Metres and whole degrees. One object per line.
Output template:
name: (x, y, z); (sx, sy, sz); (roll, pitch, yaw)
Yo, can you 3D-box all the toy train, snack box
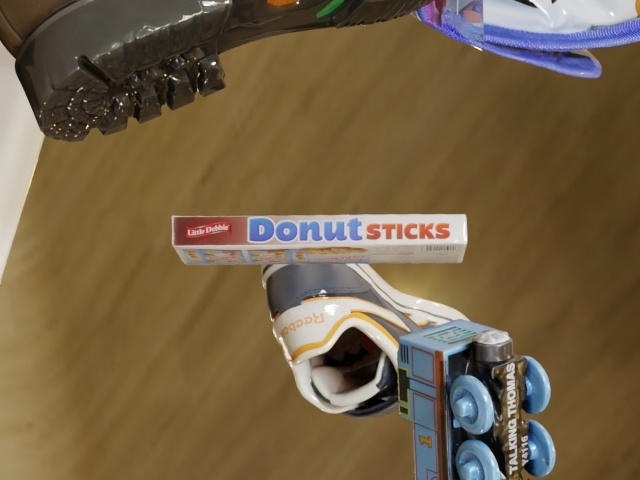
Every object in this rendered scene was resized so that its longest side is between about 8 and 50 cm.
toy train: (0.110, 0.147, 1.239); (0.105, 0.080, 0.184); (17, -64, 52)
snack box: (0.000, 0.000, 1.073); (0.064, 0.178, 0.022); (80, 10, -79)

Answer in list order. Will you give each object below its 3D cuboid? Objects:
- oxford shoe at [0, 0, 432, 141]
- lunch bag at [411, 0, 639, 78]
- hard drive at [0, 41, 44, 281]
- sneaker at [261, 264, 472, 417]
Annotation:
oxford shoe: (-0.010, -0.120, 0.594); (0.096, 0.227, 0.083); (61, -24, 18)
lunch bag: (0.146, -0.279, 1.208); (0.328, 0.385, 0.239); (44, -32, 46)
hard drive: (-0.199, -0.094, 0.682); (0.040, 0.203, 0.307); (-97, -154, -67)
sneaker: (0.056, 0.114, 1.651); (0.126, 0.321, 0.127); (-27, -127, 28)
